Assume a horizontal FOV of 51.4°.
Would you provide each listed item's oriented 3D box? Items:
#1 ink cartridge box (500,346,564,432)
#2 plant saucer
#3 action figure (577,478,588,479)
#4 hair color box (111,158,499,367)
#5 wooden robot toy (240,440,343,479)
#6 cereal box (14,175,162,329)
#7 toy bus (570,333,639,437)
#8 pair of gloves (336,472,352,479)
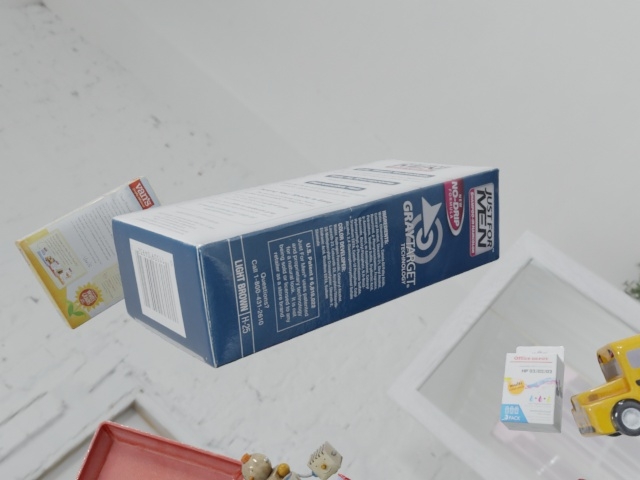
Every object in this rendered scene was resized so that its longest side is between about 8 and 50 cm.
[{"bbox_3d":[0.425,0.285,1.328,0.061,0.105,0.181,45,-131,-44],"label":"ink cartridge box"},{"bbox_3d":[-0.267,0.439,1.021,0.047,0.259,0.258,85,-159,-63],"label":"plant saucer"},{"bbox_3d":[0.217,0.380,0.716,0.092,0.139,0.280,4,-81,-33],"label":"action figure"},{"bbox_3d":[0.000,0.000,0.649,0.348,0.174,0.105,-16,-71,-35],"label":"hair color box"},{"bbox_3d":[-0.061,0.277,0.763,0.173,0.079,0.076,-42,1,26],"label":"wooden robot toy"},{"bbox_3d":[-0.368,0.017,1.145,0.240,0.172,0.047,-34,19,-28],"label":"cereal box"},{"bbox_3d":[0.530,0.188,0.966,0.333,0.130,0.108,-17,-18,3],"label":"toy bus"},{"bbox_3d":[0.080,0.603,1.440,0.159,0.198,0.023,-65,-5,13],"label":"pair of gloves"}]
